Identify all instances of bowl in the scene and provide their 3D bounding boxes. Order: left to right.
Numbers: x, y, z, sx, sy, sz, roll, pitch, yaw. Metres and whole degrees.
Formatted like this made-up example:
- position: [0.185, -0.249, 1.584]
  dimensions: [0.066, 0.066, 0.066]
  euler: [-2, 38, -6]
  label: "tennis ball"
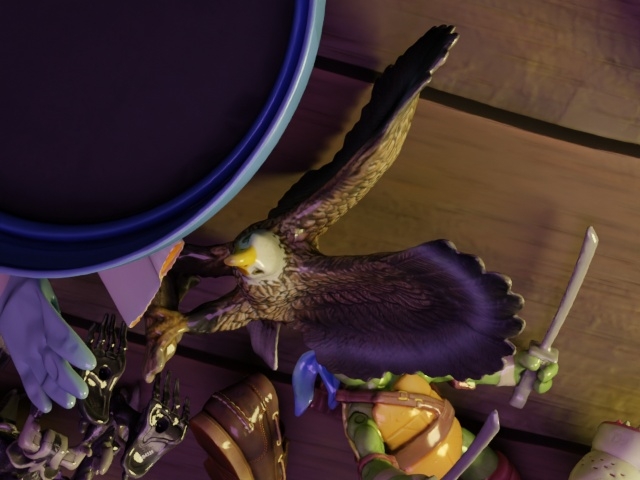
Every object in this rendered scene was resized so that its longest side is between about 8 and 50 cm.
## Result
- position: [-0.180, -0.172, 1.005]
  dimensions: [0.391, 0.077, 0.391]
  euler: [1, 94, 15]
  label: "bowl"

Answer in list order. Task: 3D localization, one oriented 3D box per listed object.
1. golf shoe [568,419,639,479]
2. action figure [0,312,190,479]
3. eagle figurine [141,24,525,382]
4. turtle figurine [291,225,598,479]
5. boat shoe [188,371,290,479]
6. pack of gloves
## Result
- position: [0.290, 0.295, 1.254]
  dimensions: [0.140, 0.115, 0.306]
  euler: [-44, 107, -21]
  label: "golf shoe"
- position: [-0.222, 0.143, 1.246]
  dimensions: [0.164, 0.141, 0.276]
  euler: [41, 142, -26]
  label: "action figure"
- position: [-0.002, 0.003, 1.091]
  dimensions: [0.298, 0.225, 0.226]
  euler: [-18, 117, 14]
  label: "eagle figurine"
- position: [0.129, 0.176, 1.197]
  dimensions: [0.275, 0.198, 0.266]
  euler: [-18, 121, 18]
  label: "turtle figurine"
- position: [-0.056, 0.176, 1.255]
  dimensions: [0.073, 0.073, 0.207]
  euler: [39, 160, 19]
  label: "boat shoe"
- position: [-0.214, 0.000, 1.121]
  dimensions: [0.046, 0.232, 0.195]
  euler: [7, 125, -46]
  label: "pack of gloves"
